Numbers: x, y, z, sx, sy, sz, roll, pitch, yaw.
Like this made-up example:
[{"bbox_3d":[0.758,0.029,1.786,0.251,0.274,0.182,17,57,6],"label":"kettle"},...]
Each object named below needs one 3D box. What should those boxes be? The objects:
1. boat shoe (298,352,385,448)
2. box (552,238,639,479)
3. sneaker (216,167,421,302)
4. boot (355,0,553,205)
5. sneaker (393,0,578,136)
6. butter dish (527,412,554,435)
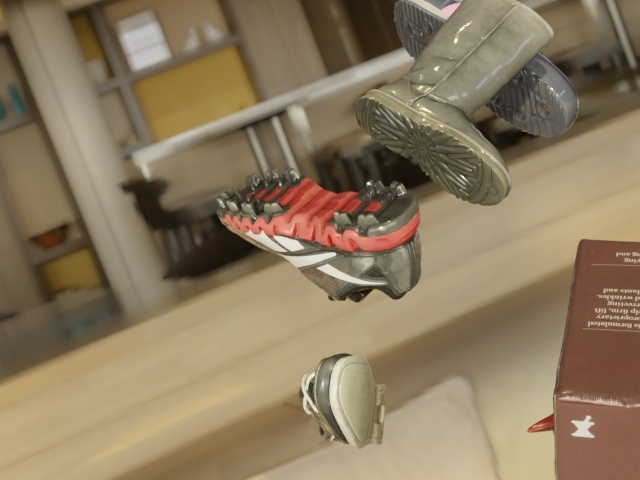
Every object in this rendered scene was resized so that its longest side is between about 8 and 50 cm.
[{"bbox_3d":[0.014,0.157,1.400,0.079,0.084,0.233,6,-13,10],"label":"boat shoe"},{"bbox_3d":[0.283,0.125,1.179,0.169,0.167,0.203,4,38,15],"label":"box"},{"bbox_3d":[0.000,0.000,1.550,0.276,0.135,0.097,10,41,41],"label":"sneaker"},{"bbox_3d":[0.160,-0.145,1.413,0.208,0.190,0.076,-38,-24,-34],"label":"boot"},{"bbox_3d":[0.227,-0.238,1.762,0.131,0.112,0.319,-26,45,-22],"label":"sneaker"},{"bbox_3d":[0.304,0.208,1.418,0.160,0.118,0.160,-18,-13,22],"label":"butter dish"}]
